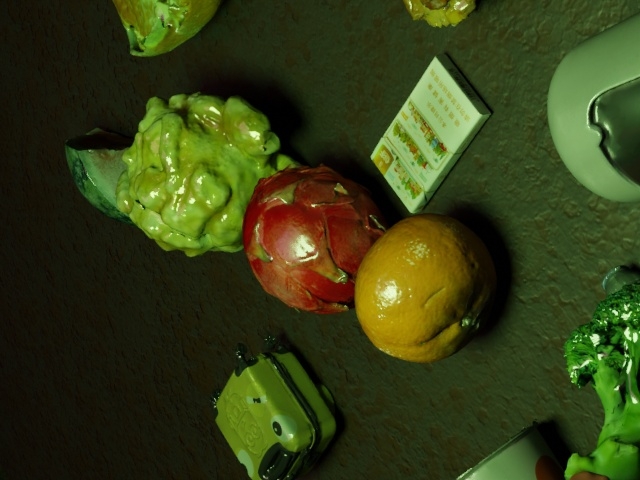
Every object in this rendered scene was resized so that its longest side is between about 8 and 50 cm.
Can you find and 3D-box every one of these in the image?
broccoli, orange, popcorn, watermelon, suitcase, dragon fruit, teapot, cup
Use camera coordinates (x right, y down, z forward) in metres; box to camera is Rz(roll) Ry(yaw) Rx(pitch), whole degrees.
[{"bbox_3d":[0.408,0.199,1.345,0.297,0.297,0.297,34,159,15],"label":"broccoli"},{"bbox_3d":[0.152,0.072,1.658,0.170,0.224,0.224,33,127,34],"label":"orange"},{"bbox_3d":[-0.266,-0.471,2.004,0.334,0.196,0.262,-45,53,44],"label":"orange"},{"bbox_3d":[-0.204,-0.113,1.984,0.274,0.279,0.335,44,174,-29],"label":"popcorn"},{"bbox_3d":[-0.415,-0.133,2.359,0.260,0.176,0.256,11,150,48],"label":"watermelon"},{"bbox_3d":[-0.078,0.311,2.089,0.235,0.143,0.194,54,137,25],"label":"suitcase"},{"bbox_3d":[-0.006,-0.003,1.826,0.241,0.241,0.252,-24,96,52],"label":"dragon fruit"},{"bbox_3d":[0.394,0.071,1.492,0.057,0.066,0.088,-119,12,-47],"label":"teapot"},{"bbox_3d":[0.315,0.423,1.624,0.288,0.203,0.203,54,138,15],"label":"cup"}]

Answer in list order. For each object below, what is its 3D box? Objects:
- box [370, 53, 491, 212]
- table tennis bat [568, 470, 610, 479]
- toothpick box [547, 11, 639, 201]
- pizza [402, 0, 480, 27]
[{"bbox_3d":[0.158,-0.155,1.717,0.122,0.032,0.220,55,139,22],"label":"box"},{"bbox_3d":[0.311,0.375,1.357,0.268,0.051,0.414,15,150,21],"label":"table tennis bat"},{"bbox_3d":[0.396,-0.168,1.292,0.316,0.229,0.229,-21,86,54],"label":"toothpick box"},{"bbox_3d":[0.125,-0.412,1.536,0.409,0.114,0.277,46,161,49],"label":"pizza"}]
